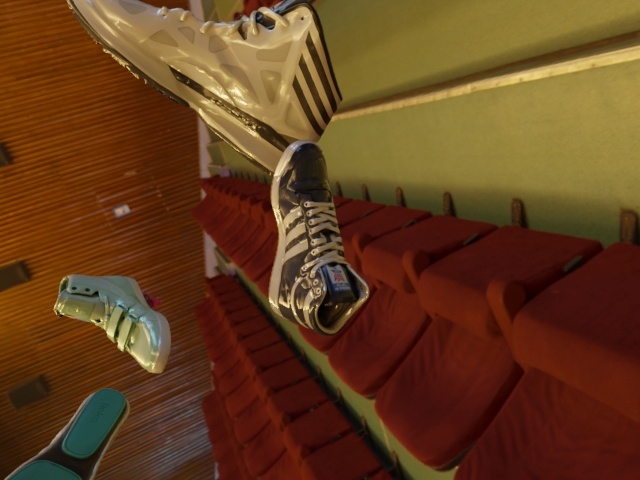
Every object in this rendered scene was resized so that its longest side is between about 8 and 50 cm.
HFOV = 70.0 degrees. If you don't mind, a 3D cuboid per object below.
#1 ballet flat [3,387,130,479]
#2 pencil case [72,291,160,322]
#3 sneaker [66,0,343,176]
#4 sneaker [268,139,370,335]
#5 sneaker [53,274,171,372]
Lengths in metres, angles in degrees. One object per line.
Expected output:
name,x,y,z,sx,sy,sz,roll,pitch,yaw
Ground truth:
ballet flat,-0.507,0.461,0.887,0.400,0.139,0.139,-69,-37,-67
pencil case,-0.520,0.159,1.120,0.236,0.104,0.104,7,133,18
sneaker,-0.154,-0.329,0.746,0.447,0.257,0.169,36,-166,-15
sneaker,0.000,0.000,0.666,0.153,0.099,0.282,21,110,53
sneaker,-0.362,0.141,0.775,0.256,0.151,0.094,34,106,41
